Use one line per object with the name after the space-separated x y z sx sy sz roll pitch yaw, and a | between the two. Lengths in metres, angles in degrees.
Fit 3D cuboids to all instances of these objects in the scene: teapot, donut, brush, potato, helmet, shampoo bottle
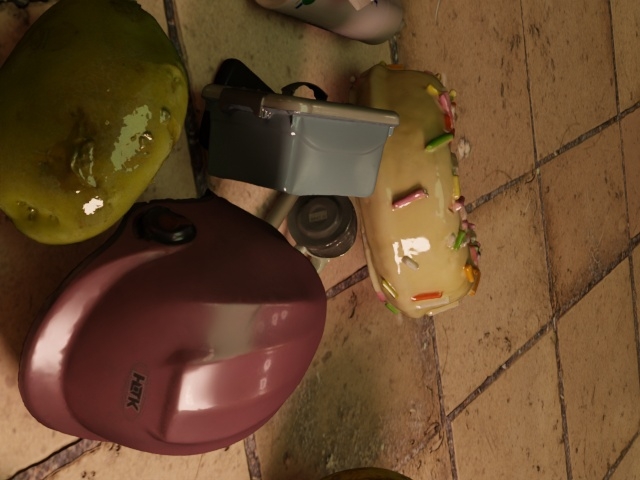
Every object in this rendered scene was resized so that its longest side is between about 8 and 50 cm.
-0.002 -0.007 1.459 0.092 0.124 0.091 63 5 32 | teapot
0.136 -0.062 1.521 0.307 0.150 0.371 -70 149 -64 | donut
-0.069 -0.008 1.380 0.039 0.042 0.299 40 51 -9 | brush
-0.226 -0.119 1.020 0.148 0.186 0.253 47 48 -65 | potato
-0.121 0.103 1.104 0.338 0.197 0.271 -30 142 -59 | helmet
0.028 -0.327 1.465 0.303 0.092 0.092 5 87 -55 | shampoo bottle

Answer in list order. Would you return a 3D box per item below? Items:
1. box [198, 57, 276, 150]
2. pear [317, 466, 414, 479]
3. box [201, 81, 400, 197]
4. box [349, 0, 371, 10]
-0.099 -0.150 1.347 0.125 0.027 0.126 39 61 -46 | box
0.068 0.432 1.387 0.283 0.283 0.284 -2 93 -56 | pear
-0.025 -0.126 1.297 0.227 0.162 0.130 0 101 -52 | box
0.036 -0.415 1.427 0.139 0.035 0.245 47 33 -22 | box
